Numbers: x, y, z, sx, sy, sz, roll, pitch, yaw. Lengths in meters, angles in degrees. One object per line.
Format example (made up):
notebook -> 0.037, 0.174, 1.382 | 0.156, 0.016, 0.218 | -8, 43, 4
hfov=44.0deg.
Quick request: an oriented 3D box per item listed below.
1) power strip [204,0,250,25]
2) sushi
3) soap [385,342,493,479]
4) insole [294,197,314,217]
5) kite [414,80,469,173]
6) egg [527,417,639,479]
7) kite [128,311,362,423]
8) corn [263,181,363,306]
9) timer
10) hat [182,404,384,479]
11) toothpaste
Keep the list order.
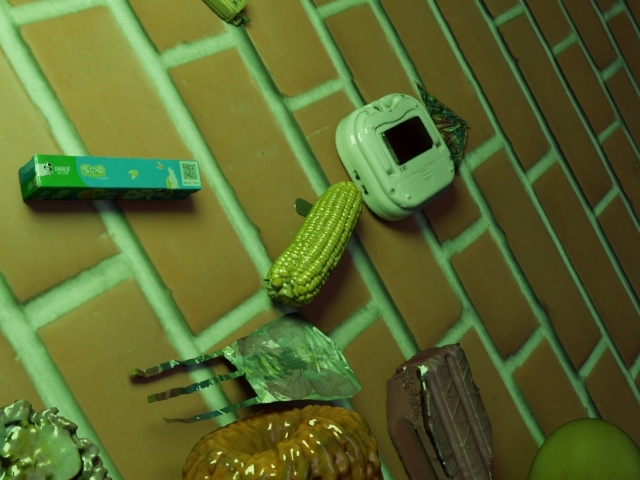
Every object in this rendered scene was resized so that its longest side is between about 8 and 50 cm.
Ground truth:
power strip -> -0.234, -0.502, 1.417 | 0.305, 0.044, 0.064 | 43, 50, -21
sushi -> -0.373, 0.322, 0.897 | 0.236, 0.171, 0.270 | 38, 50, -24
soap -> 0.227, 0.351, 1.442 | 0.182, 0.112, 0.289 | -21, 88, -43
insole -> 0.005, -0.043, 1.477 | 0.135, 0.002, 0.045 | 27, 57, -31
kite -> 0.274, -0.259, 1.788 | 0.189, 0.009, 0.232 | -18, 85, -42
egg -> 0.532, 0.500, 1.555 | 0.250, 0.250, 0.322 | 42, 45, -21
kite -> -0.109, 0.199, 1.217 | 0.360, 0.022, 0.204 | -6, 38, -38
corn -> 0.000, 0.000, 1.395 | 0.101, 0.101, 0.292 | 47, 47, -17
timer -> 0.158, -0.174, 1.601 | 0.262, 0.087, 0.237 | -32, 95, -44
hat -> -0.020, 0.439, 1.099 | 0.285, 0.285, 0.400 | -13, 86, -43
toothpaste -> -0.306, -0.092, 1.185 | 0.266, 0.065, 0.050 | -3, 79, -42
